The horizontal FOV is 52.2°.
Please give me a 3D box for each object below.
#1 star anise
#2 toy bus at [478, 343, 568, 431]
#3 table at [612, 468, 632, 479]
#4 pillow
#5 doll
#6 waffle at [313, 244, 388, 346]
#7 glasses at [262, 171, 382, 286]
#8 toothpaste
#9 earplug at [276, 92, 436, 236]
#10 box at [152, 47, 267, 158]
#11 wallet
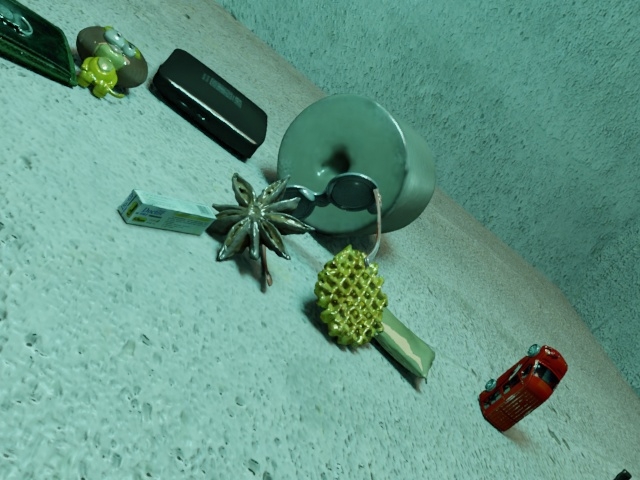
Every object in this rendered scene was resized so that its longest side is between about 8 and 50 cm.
[{"bbox_3d":[-0.115,-0.035,1.110,0.065,0.182,0.195,102,-31,-61],"label":"star anise"},{"bbox_3d":[0.422,0.304,1.353,0.081,0.195,0.089,41,22,-7],"label":"toy bus"},{"bbox_3d":[0.380,0.466,0.827,0.317,0.249,0.317,38,19,-16],"label":"table"},{"bbox_3d":[0.142,0.183,1.268,0.208,0.053,0.119,43,16,8],"label":"pillow"},{"bbox_3d":[-0.396,-0.337,1.253,0.145,0.096,0.188,17,41,-39],"label":"doll"},{"bbox_3d":[0.059,0.101,1.170,0.191,0.038,0.191,19,62,-42],"label":"waffle"},{"bbox_3d":[0.000,0.000,1.182,0.268,0.234,0.118,-88,166,-47],"label":"glasses"},{"bbox_3d":[-0.230,-0.042,1.007,0.034,0.046,0.164,54,21,25],"label":"toothpaste"},{"bbox_3d":[0.115,-0.159,1.583,0.313,0.312,0.394,49,17,17],"label":"earplug"},{"bbox_3d":[-0.254,-0.330,1.550,0.289,0.073,0.290,36,20,-19],"label":"box"},{"bbox_3d":[-0.523,-0.359,1.101,0.236,0.055,0.160,21,35,-50],"label":"wallet"}]
